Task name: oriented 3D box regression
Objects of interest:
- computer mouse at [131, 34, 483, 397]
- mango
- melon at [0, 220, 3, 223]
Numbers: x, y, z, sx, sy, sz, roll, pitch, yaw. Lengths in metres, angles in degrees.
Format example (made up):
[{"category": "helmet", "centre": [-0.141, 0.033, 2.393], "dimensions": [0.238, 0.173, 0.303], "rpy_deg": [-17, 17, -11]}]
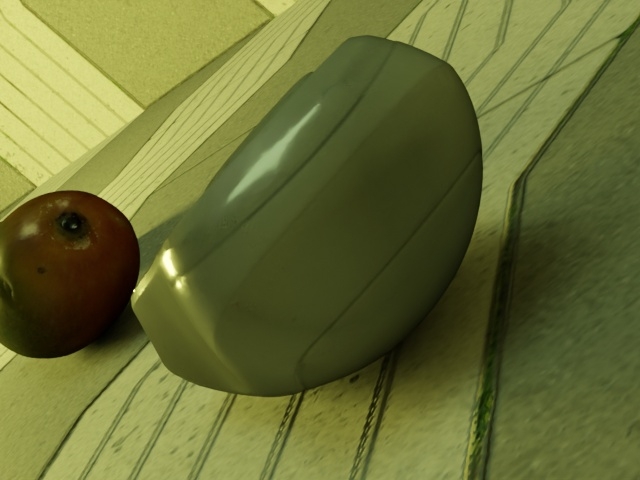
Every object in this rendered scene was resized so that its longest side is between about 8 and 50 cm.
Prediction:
[{"category": "computer mouse", "centre": [0.000, 0.000, 0.691], "dimensions": [0.184, 0.121, 0.297], "rpy_deg": [-52, 2, -17]}, {"category": "mango", "centre": [-0.235, 0.032, 1.195], "dimensions": [0.146, 0.129, 0.289], "rpy_deg": [-52, 12, -14]}, {"category": "melon", "centre": [-0.254, 0.027, 1.419], "dimensions": [0.139, 0.093, 0.202], "rpy_deg": [12, 15, 40]}]
